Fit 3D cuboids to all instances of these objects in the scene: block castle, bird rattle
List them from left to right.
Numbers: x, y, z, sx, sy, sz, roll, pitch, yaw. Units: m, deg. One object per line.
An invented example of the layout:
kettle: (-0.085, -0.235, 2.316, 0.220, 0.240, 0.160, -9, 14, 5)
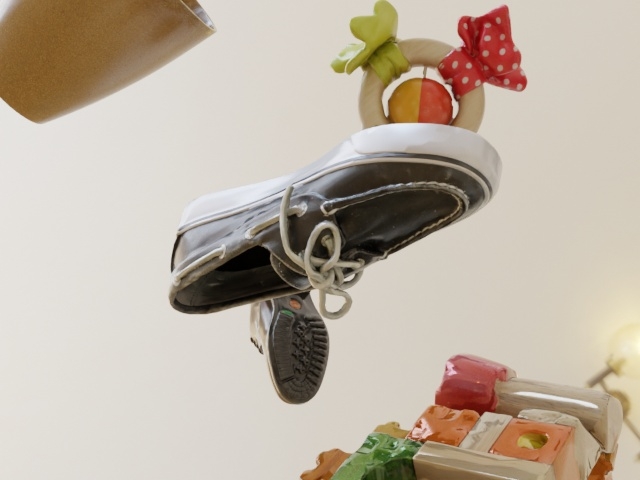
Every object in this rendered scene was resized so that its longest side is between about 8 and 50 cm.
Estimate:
block castle: (0.086, 0.317, 0.751, 0.212, 0.453, 0.303, 4, -63, 35)
bird rattle: (0.138, -0.198, 1.186, 0.253, 0.207, 0.143, 8, -3, -8)

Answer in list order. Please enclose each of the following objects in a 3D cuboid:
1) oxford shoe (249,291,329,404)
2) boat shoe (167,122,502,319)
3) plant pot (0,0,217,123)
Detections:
oxford shoe: (-0.045, 0.120, 1.156, 0.082, 0.096, 0.227, 15, 40, -22)
boat shoe: (-0.003, -0.002, 0.728, 0.113, 0.306, 0.105, 49, 41, -42)
plant pot: (-0.303, -0.273, 1.171, 0.237, 0.254, 0.237, 48, 9, -10)
